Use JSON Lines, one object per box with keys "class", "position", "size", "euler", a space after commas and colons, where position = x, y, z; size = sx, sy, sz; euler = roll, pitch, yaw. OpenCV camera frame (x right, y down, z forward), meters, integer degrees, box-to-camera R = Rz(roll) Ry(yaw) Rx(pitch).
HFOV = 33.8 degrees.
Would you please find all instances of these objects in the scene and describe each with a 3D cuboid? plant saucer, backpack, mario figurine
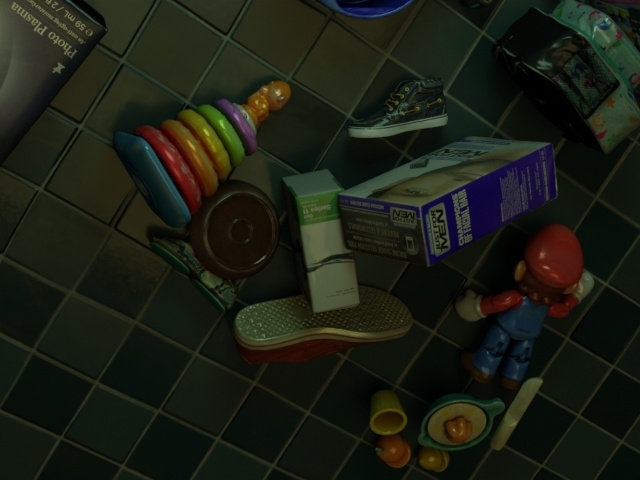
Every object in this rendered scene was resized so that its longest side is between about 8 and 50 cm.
{"class": "plant saucer", "position": [-0.139, -0.016, 1.789], "size": [0.168, 0.029, 0.169], "euler": [-1, 93, -28]}
{"class": "backpack", "position": [0.439, -0.275, 1.781], "size": [0.191, 0.225, 0.253], "euler": [-39, 116, 5]}
{"class": "mario figurine", "position": [0.379, 0.107, 1.959], "size": [0.198, 0.170, 0.321], "euler": [-4, 124, -51]}

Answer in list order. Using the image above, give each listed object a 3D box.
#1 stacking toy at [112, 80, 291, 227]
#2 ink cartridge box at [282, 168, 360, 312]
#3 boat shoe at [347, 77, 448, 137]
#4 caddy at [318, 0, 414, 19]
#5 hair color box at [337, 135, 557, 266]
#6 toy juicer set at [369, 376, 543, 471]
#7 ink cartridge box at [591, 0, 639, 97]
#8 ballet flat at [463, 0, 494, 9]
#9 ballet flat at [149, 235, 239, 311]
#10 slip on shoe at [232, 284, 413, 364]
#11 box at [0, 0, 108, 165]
{"class": "stacking toy", "position": [-0.169, -0.169, 1.715], "size": [0.302, 0.175, 0.166], "euler": [-36, 113, -16]}
{"class": "ink cartridge box", "position": [0.000, 0.000, 1.790], "size": [0.086, 0.153, 0.209], "euler": [-11, 108, -8]}
{"class": "boat shoe", "position": [0.129, -0.228, 1.804], "size": [0.183, 0.065, 0.083], "euler": [-12, 107, -16]}
{"class": "caddy", "position": [0.105, -0.503, 1.649], "size": [0.341, 0.179, 0.241], "euler": [-40, 111, 0]}
{"class": "hair color box", "position": [0.214, -0.074, 1.732], "size": [0.338, 0.185, 0.110], "euler": [-27, 115, -37]}
{"class": "toy juicer set", "position": [0.253, 0.365, 1.967], "size": [0.328, 0.089, 0.209], "euler": [-5, 127, -3]}
{"class": "ink cartridge box", "position": [0.570, -0.337, 1.812], "size": [0.065, 0.186, 0.311], "euler": [-36, 112, -4]}
{"class": "ballet flat", "position": [0.299, -0.483, 1.762], "size": [0.074, 0.074, 0.203], "euler": [19, 101, -19]}
{"class": "ballet flat", "position": [-0.212, 0.042, 1.806], "size": [0.070, 0.070, 0.188], "euler": [-42, 114, 1]}
{"class": "slip on shoe", "position": [0.004, 0.156, 1.874], "size": [0.331, 0.123, 0.101], "euler": [-7, 141, -17]}
{"class": "box", "position": [-0.520, -0.298, 1.554], "size": [0.296, 0.183, 0.294], "euler": [37, 96, -21]}
